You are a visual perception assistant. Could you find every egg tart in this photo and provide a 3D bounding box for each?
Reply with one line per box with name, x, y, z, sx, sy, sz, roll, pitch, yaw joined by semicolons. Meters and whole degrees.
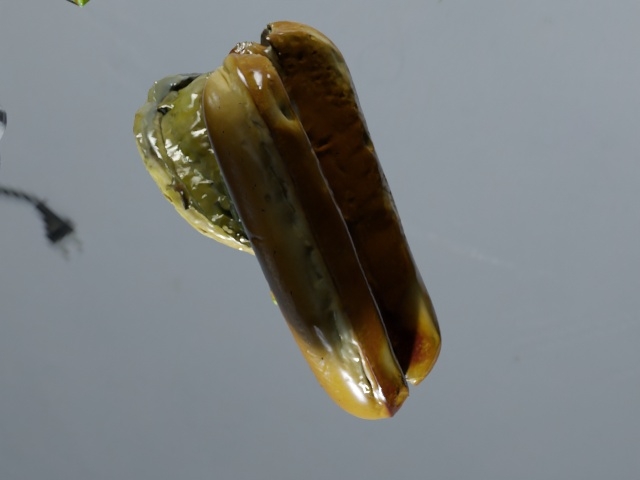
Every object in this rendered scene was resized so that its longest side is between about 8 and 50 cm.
egg tart;-0.069;-0.093;1.738;0.279;0.279;0.095;33;127;-3

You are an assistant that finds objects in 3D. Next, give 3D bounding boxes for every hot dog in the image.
hot dog;0.000;0.000;1.223;0.100;0.135;0.337;-4;121;33

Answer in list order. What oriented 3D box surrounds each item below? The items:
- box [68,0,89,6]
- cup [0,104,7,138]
box;-0.205;-0.326;1.494;0.030;0.121;0.193;28;145;21
cup;-0.268;-0.051;0.955;0.134;0.173;0.142;26;98;-42
